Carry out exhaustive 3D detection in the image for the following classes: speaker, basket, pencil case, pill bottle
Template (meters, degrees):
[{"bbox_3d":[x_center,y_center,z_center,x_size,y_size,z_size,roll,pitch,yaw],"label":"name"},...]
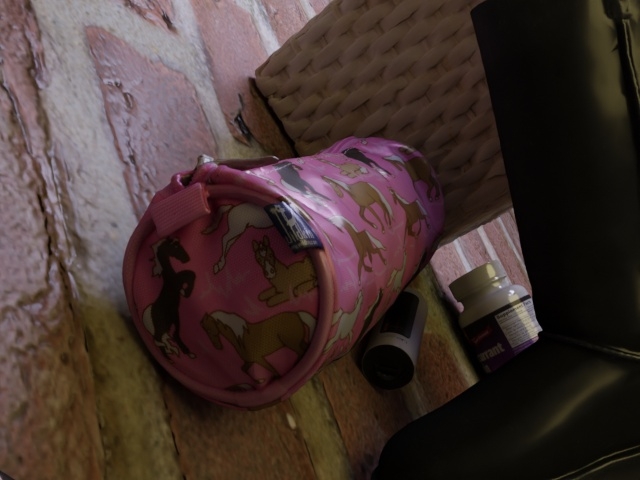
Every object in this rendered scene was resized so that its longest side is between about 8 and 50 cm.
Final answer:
[{"bbox_3d":[0.082,0.103,0.792,0.055,0.055,0.136,53,25,-9],"label":"speaker"},{"bbox_3d":[0.156,-0.175,0.942,0.328,0.331,0.266,60,26,4],"label":"basket"},{"bbox_3d":[0.000,0.000,0.643,0.160,0.167,0.386,27,19,15],"label":"pencil case"},{"bbox_3d":[0.261,0.129,1.033,0.108,0.108,0.193,0,60,-62],"label":"pill bottle"}]

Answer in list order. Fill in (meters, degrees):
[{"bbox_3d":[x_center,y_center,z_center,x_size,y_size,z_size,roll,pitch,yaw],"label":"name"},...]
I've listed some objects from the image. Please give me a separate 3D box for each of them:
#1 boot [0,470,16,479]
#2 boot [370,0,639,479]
[{"bbox_3d":[-0.120,0.155,0.351,0.219,0.082,0.106,48,3,-10],"label":"boot"},{"bbox_3d":[0.195,-0.005,0.660,0.367,0.146,0.445,-7,94,-21],"label":"boot"}]
